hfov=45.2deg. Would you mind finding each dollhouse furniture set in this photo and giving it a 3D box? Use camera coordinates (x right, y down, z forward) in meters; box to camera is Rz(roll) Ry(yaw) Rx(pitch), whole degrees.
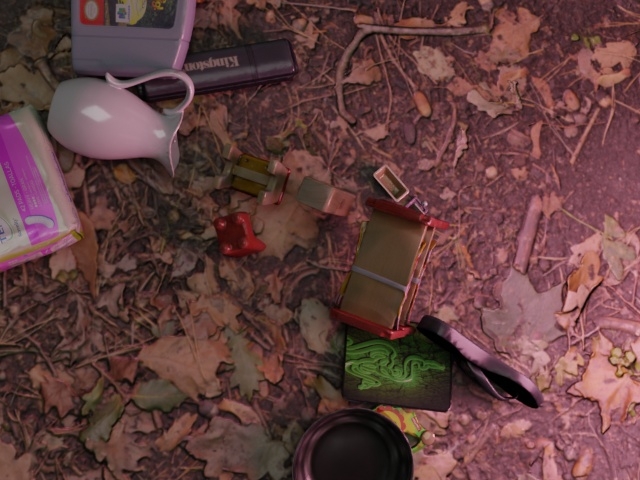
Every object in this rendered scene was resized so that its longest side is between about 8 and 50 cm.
[{"bbox_3d":[0.128,-0.072,1.314,0.091,0.081,0.114,-41,90,-12],"label":"dollhouse furniture set"},{"bbox_3d":[0.000,0.000,1.261,0.374,0.152,0.201,21,95,18],"label":"dollhouse furniture set"}]

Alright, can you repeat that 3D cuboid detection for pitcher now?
[{"bbox_3d":[-0.315,-0.208,1.228,0.207,0.125,0.177,15,110,-10],"label":"pitcher"}]

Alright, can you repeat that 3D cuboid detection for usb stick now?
[{"bbox_3d":[-0.177,-0.291,1.316,0.278,0.045,0.077,-11,85,-10],"label":"usb stick"}]

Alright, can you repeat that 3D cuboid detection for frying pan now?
[{"bbox_3d":[0.101,0.408,1.249,0.326,0.053,0.197,41,87,-5],"label":"frying pan"}]

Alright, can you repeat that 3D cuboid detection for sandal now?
[{"bbox_3d":[0.258,0.212,1.277,0.255,0.097,0.054,34,77,-12],"label":"sandal"}]

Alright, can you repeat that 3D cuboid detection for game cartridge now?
[{"bbox_3d":[-0.297,-0.409,1.227,0.196,0.060,0.294,2,99,2],"label":"game cartridge"}]

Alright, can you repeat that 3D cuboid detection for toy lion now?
[{"bbox_3d":[0.127,0.315,1.286,0.096,0.034,0.100,-31,88,-5],"label":"toy lion"}]

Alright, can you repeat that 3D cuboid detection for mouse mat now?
[{"bbox_3d":[0.132,0.205,1.293,0.190,0.007,0.152,8,66,-6],"label":"mouse mat"}]

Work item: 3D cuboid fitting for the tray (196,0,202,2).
[{"bbox_3d":[-0.345,-0.580,1.263,0.411,0.076,0.202,25,115,-4],"label":"tray"}]

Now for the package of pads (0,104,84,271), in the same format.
[{"bbox_3d":[-0.544,-0.051,1.194,0.297,0.101,0.229,-21,84,-11],"label":"package of pads"}]
